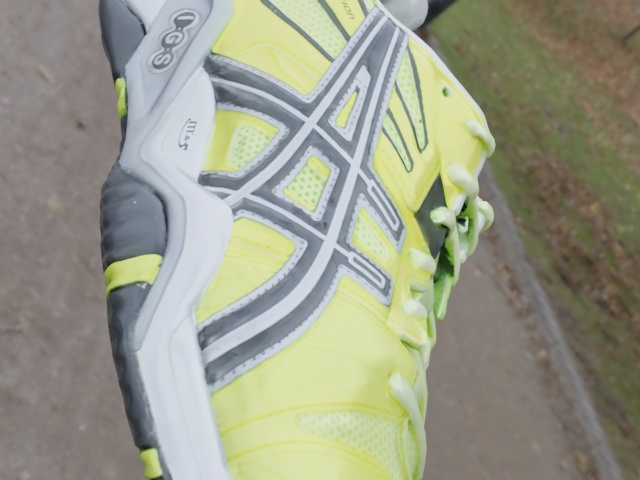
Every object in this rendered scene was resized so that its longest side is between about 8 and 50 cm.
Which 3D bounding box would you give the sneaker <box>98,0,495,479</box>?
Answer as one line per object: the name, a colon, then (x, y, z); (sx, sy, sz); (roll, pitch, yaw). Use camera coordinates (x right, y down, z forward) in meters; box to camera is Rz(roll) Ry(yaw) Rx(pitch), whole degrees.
sneaker: (0.000, 0.000, 0.520); (0.145, 0.147, 0.385); (85, -4, -56)
